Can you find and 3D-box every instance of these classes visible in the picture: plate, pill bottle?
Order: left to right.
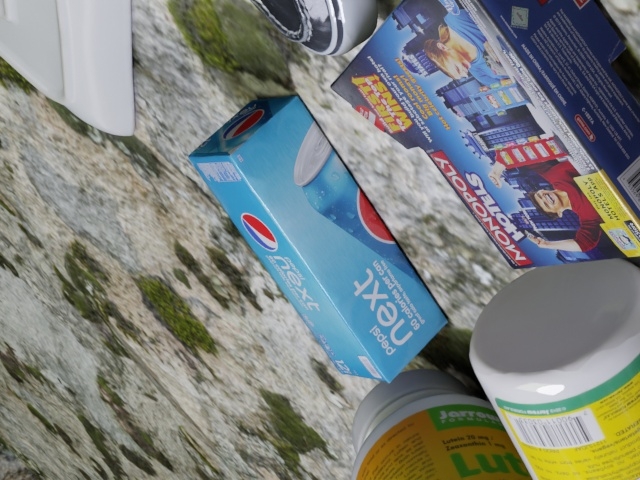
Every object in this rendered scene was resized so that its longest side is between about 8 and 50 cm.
[{"bbox_3d":[-0.258,-0.223,1.353,0.278,0.045,0.277,41,158,15],"label":"plate"},{"bbox_3d":[0.098,0.194,1.205,0.136,0.136,0.246,60,-178,-29],"label":"pill bottle"},{"bbox_3d":[0.182,0.120,1.041,0.117,0.117,0.208,15,142,52],"label":"pill bottle"}]

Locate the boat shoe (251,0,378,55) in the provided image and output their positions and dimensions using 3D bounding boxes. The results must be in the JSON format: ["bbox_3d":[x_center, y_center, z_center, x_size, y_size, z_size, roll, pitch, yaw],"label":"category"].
[{"bbox_3d":[-0.083,-0.216,0.969,0.301,0.102,0.108,55,156,-19],"label":"boat shoe"}]

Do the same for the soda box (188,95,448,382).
[{"bbox_3d":[0.000,0.000,1.225,0.210,0.071,0.067,56,156,-20],"label":"soda box"}]

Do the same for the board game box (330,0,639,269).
[{"bbox_3d":[0.094,-0.077,0.943,0.194,0.060,0.194,52,158,-13],"label":"board game box"}]
